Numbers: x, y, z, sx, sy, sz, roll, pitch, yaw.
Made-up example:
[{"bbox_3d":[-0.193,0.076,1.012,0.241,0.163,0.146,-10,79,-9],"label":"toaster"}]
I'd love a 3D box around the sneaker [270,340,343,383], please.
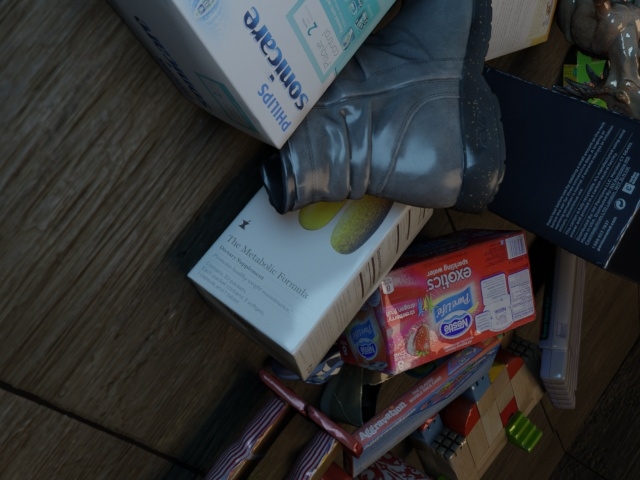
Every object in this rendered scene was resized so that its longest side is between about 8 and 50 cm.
[{"bbox_3d":[-0.014,0.168,1.093,0.144,0.053,0.059,-6,122,-52],"label":"sneaker"}]

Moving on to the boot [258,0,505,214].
[{"bbox_3d":[0.046,-0.182,0.792,0.222,0.338,0.118,3,150,-10],"label":"boot"}]

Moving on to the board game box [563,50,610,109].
[{"bbox_3d":[0.457,-0.194,1.399,0.124,0.039,0.260,-14,110,-38],"label":"board game box"}]

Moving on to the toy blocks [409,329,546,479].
[{"bbox_3d":[0.288,0.284,1.536,0.381,0.190,0.261,-46,135,-23],"label":"toy blocks"}]

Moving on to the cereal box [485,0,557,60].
[{"bbox_3d":[0.233,-0.320,1.041,0.240,0.047,0.173,-25,134,-43],"label":"cereal box"}]

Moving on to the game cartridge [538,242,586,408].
[{"bbox_3d":[0.486,0.134,1.648,0.230,0.068,0.355,46,50,-54],"label":"game cartridge"}]

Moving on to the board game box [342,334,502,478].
[{"bbox_3d":[0.150,0.243,1.228,0.281,0.027,0.145,-34,156,-16],"label":"board game box"}]

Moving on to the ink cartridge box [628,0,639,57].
[{"bbox_3d":[0.530,-0.328,1.297,0.160,0.219,0.093,-7,125,-52],"label":"ink cartridge box"}]

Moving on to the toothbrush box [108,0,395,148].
[{"bbox_3d":[-0.027,-0.259,0.648,0.296,0.126,0.216,-52,148,-10],"label":"toothbrush box"}]

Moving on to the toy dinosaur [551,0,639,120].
[{"bbox_3d":[0.389,-0.303,1.172,0.127,0.296,0.200,0,137,-6],"label":"toy dinosaur"}]

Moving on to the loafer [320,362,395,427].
[{"bbox_3d":[0.081,0.164,1.190,0.094,0.087,0.251,-11,124,-51],"label":"loafer"}]

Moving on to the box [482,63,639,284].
[{"bbox_3d":[0.378,-0.071,1.145,0.343,0.312,0.179,17,103,-45],"label":"box"}]

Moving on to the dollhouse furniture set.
[{"bbox_3d":[-0.059,0.327,1.112,0.201,0.152,0.374,-52,165,-14],"label":"dollhouse furniture set"}]

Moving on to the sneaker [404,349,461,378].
[{"bbox_3d":[0.219,0.137,1.336,0.319,0.127,0.208,30,89,-49],"label":"sneaker"}]

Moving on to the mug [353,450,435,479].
[{"bbox_3d":[0.132,0.453,1.427,0.150,0.169,0.113,-44,146,-23],"label":"mug"}]

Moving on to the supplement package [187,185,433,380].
[{"bbox_3d":[0.000,0.000,0.866,0.244,0.139,0.134,-52,165,-14],"label":"supplement package"}]

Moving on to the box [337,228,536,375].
[{"bbox_3d":[0.147,0.072,1.085,0.256,0.122,0.128,-16,100,-31],"label":"box"}]
